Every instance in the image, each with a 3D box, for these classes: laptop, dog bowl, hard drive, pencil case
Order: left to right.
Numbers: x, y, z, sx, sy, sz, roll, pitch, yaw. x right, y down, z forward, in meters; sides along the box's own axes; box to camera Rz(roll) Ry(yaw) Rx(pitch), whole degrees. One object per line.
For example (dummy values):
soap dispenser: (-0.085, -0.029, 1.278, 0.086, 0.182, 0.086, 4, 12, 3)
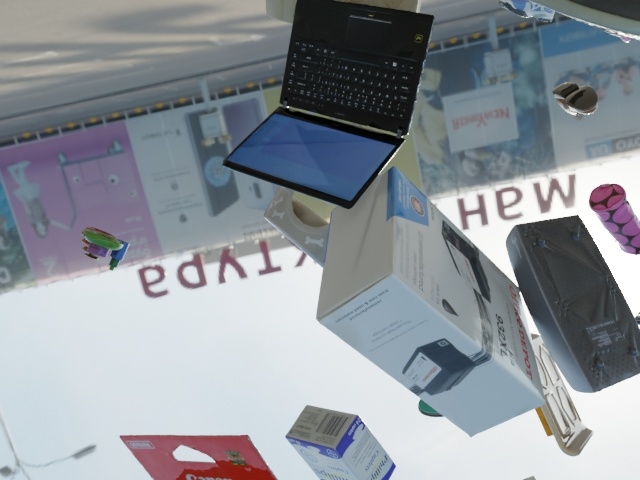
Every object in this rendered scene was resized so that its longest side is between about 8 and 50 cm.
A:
dog bowl: (0.000, 0.000, 1.558, 0.102, 0.348, 0.349, -49, -161, -3)
laptop: (0.004, -0.209, 0.872, 0.234, 0.265, 0.136, 21, -161, 28)
hard drive: (0.379, 0.090, 0.912, 0.171, 0.255, 0.054, -9, 159, -32)
pencil case: (0.697, -0.052, 1.421, 0.095, 0.209, 0.098, -9, -127, 43)

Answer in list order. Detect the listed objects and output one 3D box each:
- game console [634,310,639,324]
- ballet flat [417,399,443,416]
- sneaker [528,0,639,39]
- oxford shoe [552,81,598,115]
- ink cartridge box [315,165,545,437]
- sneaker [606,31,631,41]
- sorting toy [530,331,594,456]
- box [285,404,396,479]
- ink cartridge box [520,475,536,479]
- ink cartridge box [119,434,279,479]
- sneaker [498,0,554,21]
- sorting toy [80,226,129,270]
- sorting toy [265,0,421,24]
game console: (0.866, 0.099, 1.385, 0.173, 0.250, 0.293, 30, -159, 28)
ballet flat: (0.313, 0.342, 1.330, 0.203, 0.074, 0.074, -25, -167, 4)
sneaker: (0.245, -0.257, 0.539, 0.222, 0.118, 0.083, 34, -152, 25)
oxford shoe: (0.698, -0.369, 1.651, 0.076, 0.076, 0.212, -27, -159, 13)
ink cartridge box: (0.153, 0.085, 0.839, 0.129, 0.307, 0.223, -35, -152, 30)
sneaker: (0.504, -0.374, 1.010, 0.057, 0.047, 0.119, 23, 166, 11)
sorting toy: (0.397, 0.262, 1.073, 0.038, 0.208, 0.193, -34, 160, 25)
box: (0.033, 0.350, 1.015, 0.126, 0.137, 0.072, -6, -144, 48)
ink cartridge box: (0.384, 0.534, 1.249, 0.122, 0.089, 0.052, -16, -125, -12)
ink cartridge box: (-0.132, 0.353, 0.776, 0.275, 0.239, 0.060, -15, -156, 39)
sneaker: (0.609, -0.700, 1.793, 0.211, 0.081, 0.080, -6, -138, -30)
sorting toy: (-0.286, 0.012, 0.800, 0.061, 0.042, 0.102, 23, 177, -22)
sorting toy: (0.046, -0.446, 0.932, 0.255, 0.257, 0.089, 20, -126, 13)
